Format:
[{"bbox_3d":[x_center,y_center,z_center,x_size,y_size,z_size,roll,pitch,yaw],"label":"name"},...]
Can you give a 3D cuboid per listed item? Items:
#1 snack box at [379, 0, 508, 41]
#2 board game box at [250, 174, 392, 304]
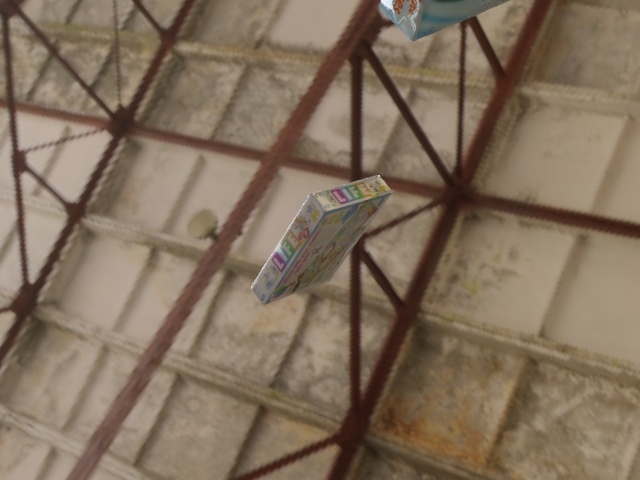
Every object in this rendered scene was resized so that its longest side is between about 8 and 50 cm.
[{"bbox_3d":[0.204,-0.310,0.993,0.322,0.187,0.060,-27,-120,-25],"label":"snack box"},{"bbox_3d":[0.000,0.000,1.194,0.026,0.103,0.154,52,-47,20],"label":"board game box"}]
